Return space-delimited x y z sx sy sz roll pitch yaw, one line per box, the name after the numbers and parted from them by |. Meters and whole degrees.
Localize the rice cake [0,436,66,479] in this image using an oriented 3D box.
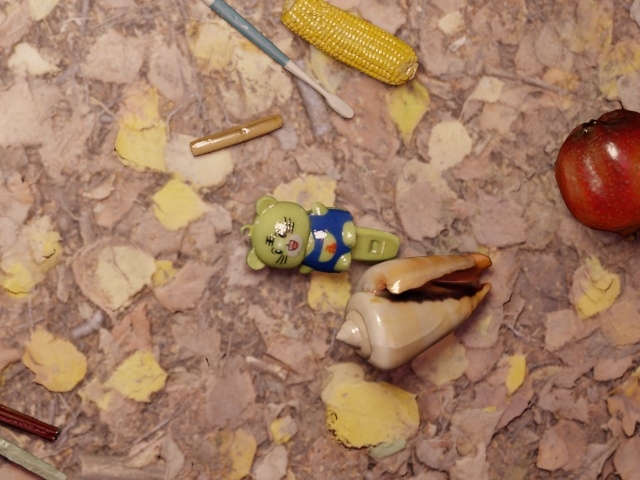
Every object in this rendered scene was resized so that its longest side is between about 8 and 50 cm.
-0.394 0.294 1.911 0.121 0.021 0.022 35 78 -18 | rice cake

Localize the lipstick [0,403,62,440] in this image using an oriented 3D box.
-0.427 0.228 1.890 0.177 0.027 0.027 25 91 -20 | lipstick

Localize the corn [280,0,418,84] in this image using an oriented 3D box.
0.041 -0.270 1.919 0.206 0.067 0.067 26 91 -17 | corn

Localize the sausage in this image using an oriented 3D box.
-0.111 -0.142 1.919 0.132 0.024 0.024 -19 104 -11 | sausage

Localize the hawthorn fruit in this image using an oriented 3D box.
0.421 -0.087 2.015 0.169 0.169 0.188 -30 105 -9 | hawthorn fruit

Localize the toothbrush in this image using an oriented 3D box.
-0.062 -0.252 1.919 0.276 0.025 0.019 39 82 -16 | toothbrush

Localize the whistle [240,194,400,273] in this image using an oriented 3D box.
0.000 0.000 1.943 0.228 0.085 0.105 8 106 -18 | whistle

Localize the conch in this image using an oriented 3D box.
0.120 0.087 1.991 0.255 0.127 0.158 -20 115 -39 | conch
